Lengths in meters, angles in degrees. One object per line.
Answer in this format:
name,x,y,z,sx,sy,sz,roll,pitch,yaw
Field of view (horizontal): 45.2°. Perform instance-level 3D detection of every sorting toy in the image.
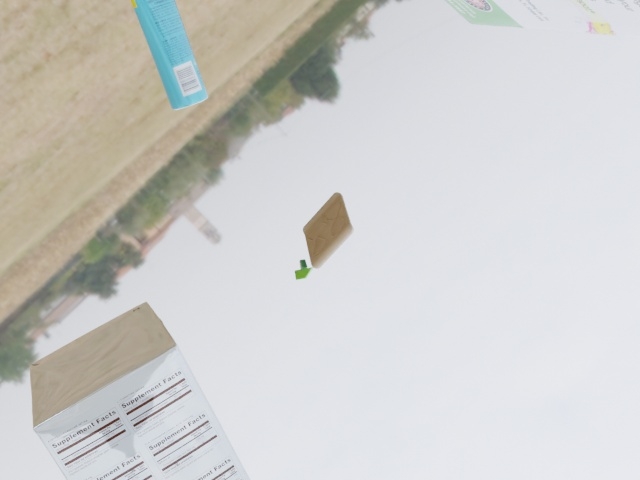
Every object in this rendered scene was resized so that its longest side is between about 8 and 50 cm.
sorting toy,0.000,0.000,0.736,0.083,0.012,0.062,-48,-146,22

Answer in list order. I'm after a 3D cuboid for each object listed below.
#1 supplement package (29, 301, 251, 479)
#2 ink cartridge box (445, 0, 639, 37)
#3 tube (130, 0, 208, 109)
supplement package,-0.187,0.204,0.808,0.149,0.203,0.194,-29,-163,-15
ink cartridge box,0.162,-0.227,0.483,0.278,0.201,0.117,25,-90,51
tube,-0.207,-0.279,1.013,0.052,0.207,0.080,-6,-157,28
